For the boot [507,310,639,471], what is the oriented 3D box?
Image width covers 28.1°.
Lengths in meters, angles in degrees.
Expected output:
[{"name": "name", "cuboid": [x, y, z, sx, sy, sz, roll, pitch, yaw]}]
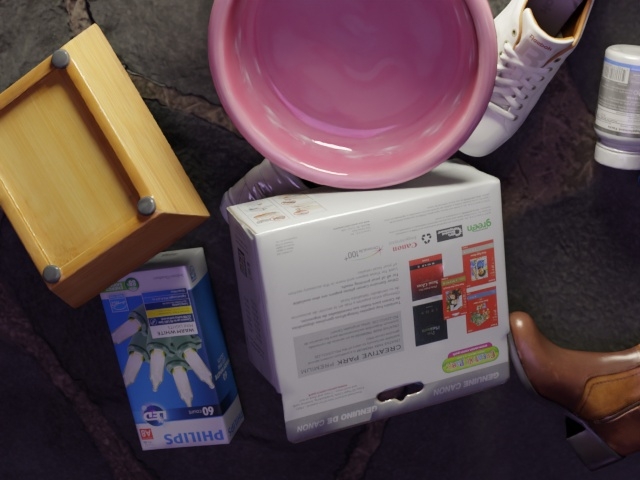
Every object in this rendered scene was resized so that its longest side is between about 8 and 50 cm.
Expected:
[{"name": "boot", "cuboid": [0.399, 0.138, 1.609, 0.280, 0.096, 0.264, -33, 100, 18]}]

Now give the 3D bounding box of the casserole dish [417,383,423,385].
[{"name": "casserole dish", "cuboid": [0.059, 0.151, 1.676, 0.188, 0.114, 0.037, 14, 81, 5]}]

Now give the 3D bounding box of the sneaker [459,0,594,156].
[{"name": "sneaker", "cuboid": [0.230, -0.218, 1.500, 0.106, 0.123, 0.290, 27, 113, -2]}]

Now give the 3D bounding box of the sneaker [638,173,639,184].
[{"name": "sneaker", "cuboid": [0.467, -0.030, 1.545, 0.188, 0.078, 0.067, 41, 111, -5]}]

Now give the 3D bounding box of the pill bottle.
[{"name": "pill bottle", "cuboid": [0.368, -0.158, 1.518, 0.078, 0.078, 0.137, 7, 111, 8]}]

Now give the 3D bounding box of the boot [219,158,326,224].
[{"name": "boot", "cuboid": [0.000, 0.000, 1.635, 0.258, 0.095, 0.123, 43, 111, -9]}]

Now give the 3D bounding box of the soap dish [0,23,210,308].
[{"name": "soap dish", "cuboid": [-0.308, -0.091, 1.610, 0.229, 0.118, 0.291, -33, 84, 16]}]

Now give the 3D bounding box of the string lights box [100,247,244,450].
[{"name": "string lights box", "cuboid": [-0.201, 0.148, 1.732, 0.133, 0.077, 0.260, -8, 107, 16]}]

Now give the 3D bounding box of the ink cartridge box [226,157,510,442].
[{"name": "ink cartridge box", "cuboid": [0.064, 0.069, 1.558, 0.309, 0.130, 0.272, -12, 110, -16]}]

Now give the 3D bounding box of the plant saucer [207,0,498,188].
[{"name": "plant saucer", "cuboid": [0.038, -0.223, 1.470, 0.332, 0.084, 0.332, 4, 120, 8]}]
